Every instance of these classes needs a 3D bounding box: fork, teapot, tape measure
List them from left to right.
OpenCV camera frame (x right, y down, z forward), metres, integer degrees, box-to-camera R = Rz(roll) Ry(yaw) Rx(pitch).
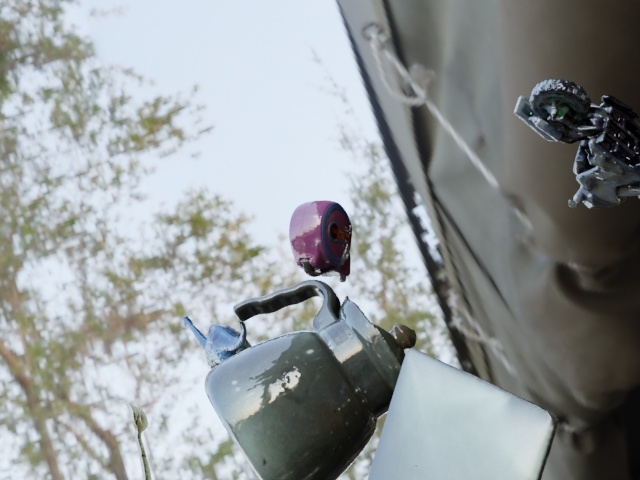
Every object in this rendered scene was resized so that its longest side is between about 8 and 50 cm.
[{"bbox_3d":[-0.261,0.314,1.739,0.028,0.219,0.034,-35,-45,9],"label":"fork"},{"bbox_3d":[0.000,0.000,1.839,0.074,0.125,0.118,-5,-14,28],"label":"tape measure"},{"bbox_3d":[0.001,0.193,1.641,0.285,0.305,0.223,-33,-70,-5],"label":"teapot"}]

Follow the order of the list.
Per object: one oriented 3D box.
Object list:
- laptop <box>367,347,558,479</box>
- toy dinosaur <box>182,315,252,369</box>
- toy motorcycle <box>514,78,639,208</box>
[{"bbox_3d":[0.112,0.256,1.114,0.015,0.187,0.269,9,-80,-46],"label":"laptop"},{"bbox_3d":[-0.153,0.190,1.994,0.076,0.144,0.329,-32,9,-19],"label":"toy dinosaur"},{"bbox_3d":[0.385,-0.129,1.679,0.270,0.106,0.159,33,-32,-18],"label":"toy motorcycle"}]
